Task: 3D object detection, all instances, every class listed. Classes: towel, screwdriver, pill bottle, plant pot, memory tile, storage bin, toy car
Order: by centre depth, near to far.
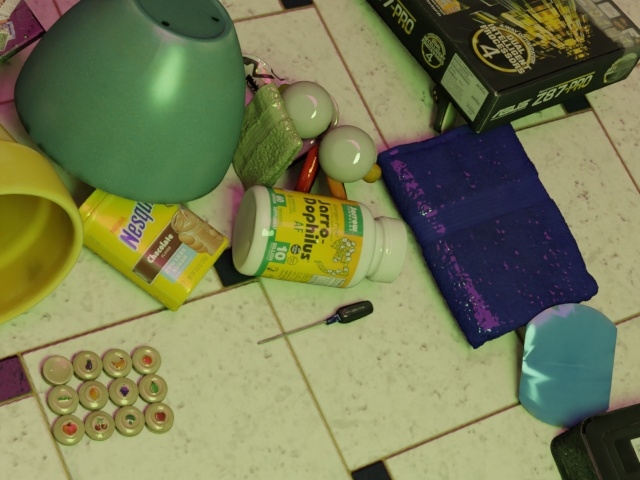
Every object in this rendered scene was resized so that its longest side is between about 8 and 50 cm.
[{"bbox_3d":[-0.429,-0.055,1.459,0.254,0.254,0.239,-15,57,-28],"label":"plant pot"},{"bbox_3d":[-0.252,0.183,1.535,0.148,0.012,0.113,-5,66,-24],"label":"memory tile"},{"bbox_3d":[-0.210,-0.215,1.596,0.290,0.195,0.290,20,39,-17],"label":"plant pot"},{"bbox_3d":[0.000,0.000,1.671,0.209,0.117,0.117,9,61,-19],"label":"pill bottle"},{"bbox_3d":[-0.005,0.113,1.674,0.170,0.024,0.025,-22,103,-24],"label":"screwdriver"},{"bbox_3d":[-0.078,-0.129,1.687,0.027,0.148,0.110,-14,71,-36],"label":"towel"},{"bbox_3d":[0.414,0.289,1.716,0.180,0.084,0.122,-9,69,-27],"label":"storage bin"},{"bbox_3d":[-0.011,-0.123,1.732,0.136,0.159,0.182,-43,89,5],"label":"toy car"},{"bbox_3d":[0.230,-0.016,1.808,0.228,0.076,0.308,-19,73,-24],"label":"towel"}]

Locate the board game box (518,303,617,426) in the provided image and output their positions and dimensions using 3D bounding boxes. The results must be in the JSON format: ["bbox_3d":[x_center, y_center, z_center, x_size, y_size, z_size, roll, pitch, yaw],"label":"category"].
[{"bbox_3d":[0.331,0.168,1.755,0.133,0.033,0.168,5,91,-13],"label":"board game box"}]

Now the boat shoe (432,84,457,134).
[{"bbox_3d":[0.187,-0.213,1.906,0.042,0.049,0.133,11,63,15],"label":"boat shoe"}]

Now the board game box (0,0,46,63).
[{"bbox_3d":[-0.484,-0.241,1.589,0.260,0.030,0.136,-38,103,-19],"label":"board game box"}]

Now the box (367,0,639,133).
[{"bbox_3d":[0.249,-0.363,1.936,0.318,0.097,0.395,-19,61,-32],"label":"box"}]

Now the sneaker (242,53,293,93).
[{"bbox_3d":[-0.081,-0.219,1.797,0.109,0.040,0.043,34,59,-3],"label":"sneaker"}]

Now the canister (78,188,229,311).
[{"bbox_3d":[-0.214,-0.006,1.613,0.170,0.073,0.126,37,56,-3],"label":"canister"}]
